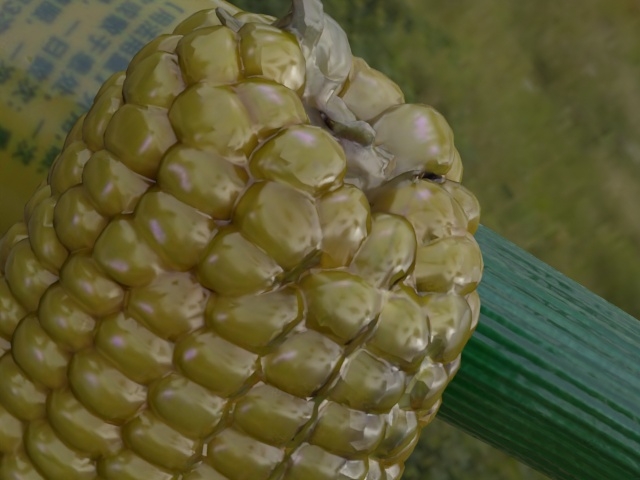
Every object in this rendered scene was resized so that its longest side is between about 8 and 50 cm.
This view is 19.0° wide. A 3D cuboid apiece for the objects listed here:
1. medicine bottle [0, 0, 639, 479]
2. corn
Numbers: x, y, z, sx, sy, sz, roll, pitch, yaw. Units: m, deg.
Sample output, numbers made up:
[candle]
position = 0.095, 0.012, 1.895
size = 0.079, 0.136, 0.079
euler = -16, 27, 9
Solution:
[medicine bottle]
position = 0.000, 0.000, 0.522
size = 0.260, 0.095, 0.064
euler = 30, -20, 14
[corn]
position = -0.058, 0.080, 0.415
size = 0.101, 0.310, 0.101
euler = 28, 14, -8
